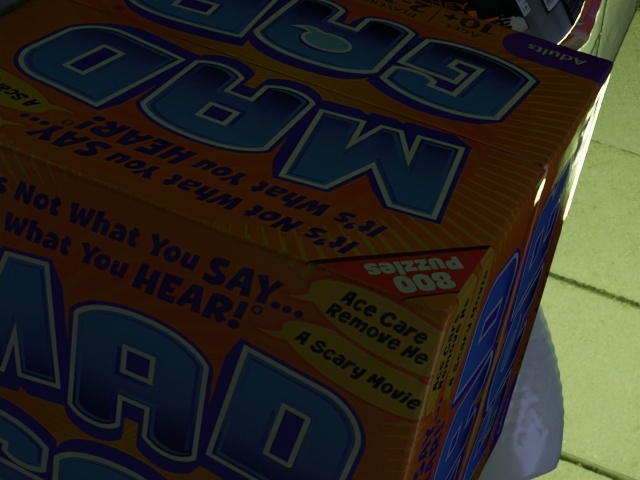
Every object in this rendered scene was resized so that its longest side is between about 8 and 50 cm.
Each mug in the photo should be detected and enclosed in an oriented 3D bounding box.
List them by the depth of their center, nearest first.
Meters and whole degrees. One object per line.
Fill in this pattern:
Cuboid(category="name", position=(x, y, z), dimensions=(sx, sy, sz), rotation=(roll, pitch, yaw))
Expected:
Cuboid(category="mug", position=(0.152, 0.173, 1.763), dimensions=(0.374, 0.276, 0.328), rotation=(-4, 72, -60))

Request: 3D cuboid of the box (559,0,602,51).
Cuboid(category="box", position=(0.277, -0.319, 1.882), dimensions=(0.300, 0.154, 0.142), rotation=(133, -23, -79))

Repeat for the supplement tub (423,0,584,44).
Cuboid(category="supplement tub", position=(0.175, -0.339, 1.526), dimensions=(0.193, 0.194, 0.316), rotation=(-67, 153, -9))

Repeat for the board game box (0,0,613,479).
Cuboid(category="board game box", position=(-0.050, 0.039, 0.955), dimensions=(0.356, 0.356, 0.356), rotation=(-49, 155, -52))
